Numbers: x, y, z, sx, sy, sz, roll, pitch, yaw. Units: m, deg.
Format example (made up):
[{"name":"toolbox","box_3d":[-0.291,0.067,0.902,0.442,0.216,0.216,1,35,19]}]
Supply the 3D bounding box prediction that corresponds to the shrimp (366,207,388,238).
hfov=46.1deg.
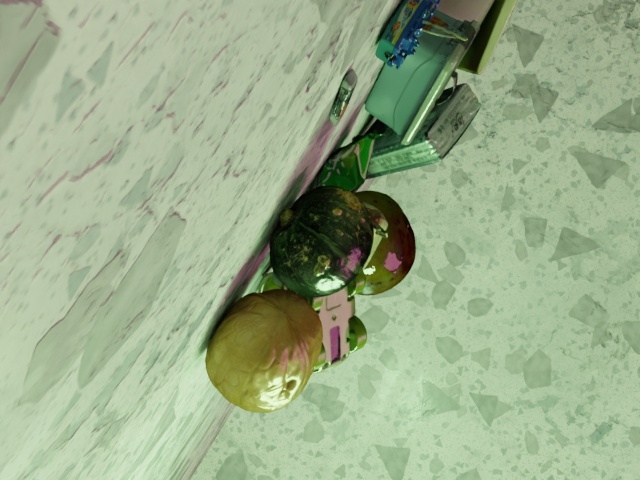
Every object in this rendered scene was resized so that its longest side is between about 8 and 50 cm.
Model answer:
[{"name":"shrimp","box_3d":[0.036,-0.009,1.312,0.188,0.051,0.132,-11,-140,41]}]

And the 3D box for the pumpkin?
[{"name":"pumpkin","box_3d":[0.000,0.000,1.173,0.190,0.146,0.190,-30,-140,30]}]

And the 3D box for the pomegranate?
[{"name":"pomegranate","box_3d":[0.088,0.006,1.945,0.323,0.290,0.290,-7,-147,35]}]

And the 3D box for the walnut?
[{"name":"walnut","box_3d":[-0.094,0.180,1.244,0.193,0.193,0.225,-56,169,-38]}]

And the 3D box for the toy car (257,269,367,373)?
[{"name":"toy car","box_3d":[-0.038,0.123,1.422,0.145,0.235,0.235,-17,147,-42]}]

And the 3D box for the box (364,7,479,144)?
[{"name":"box","box_3d":[0.184,-0.300,1.357,0.162,0.130,0.227,-56,177,-41]}]

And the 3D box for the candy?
[{"name":"candy","box_3d":[0.036,-0.111,1.365,0.203,0.078,0.141,-52,175,-10]}]

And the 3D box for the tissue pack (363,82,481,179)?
[{"name":"tissue pack","box_3d":[0.194,-0.226,1.598,0.257,0.081,0.185,-10,-143,53]}]

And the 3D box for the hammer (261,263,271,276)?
[{"name":"hammer","box_3d":[-0.083,0.036,1.453,0.123,0.014,0.029,-52,161,-53]}]

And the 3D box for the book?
[{"name":"book","box_3d":[0.350,-0.499,1.686,0.352,0.035,0.239,-111,-138,-71]}]

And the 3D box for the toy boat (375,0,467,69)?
[{"name":"toy boat","box_3d":[0.164,-0.315,1.098,0.175,0.110,0.091,-59,177,-20]}]

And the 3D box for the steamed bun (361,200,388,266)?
[{"name":"steamed bun","box_3d":[0.034,0.000,1.633,0.200,0.155,0.250,-63,169,20]}]

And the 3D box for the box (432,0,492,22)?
[{"name":"box","box_3d":[0.246,-0.411,1.524,0.251,0.106,0.203,-54,176,-43]}]

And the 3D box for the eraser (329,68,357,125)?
[{"name":"eraser","box_3d":[0.032,-0.194,1.030,0.027,0.019,0.099,-57,177,-30]}]
